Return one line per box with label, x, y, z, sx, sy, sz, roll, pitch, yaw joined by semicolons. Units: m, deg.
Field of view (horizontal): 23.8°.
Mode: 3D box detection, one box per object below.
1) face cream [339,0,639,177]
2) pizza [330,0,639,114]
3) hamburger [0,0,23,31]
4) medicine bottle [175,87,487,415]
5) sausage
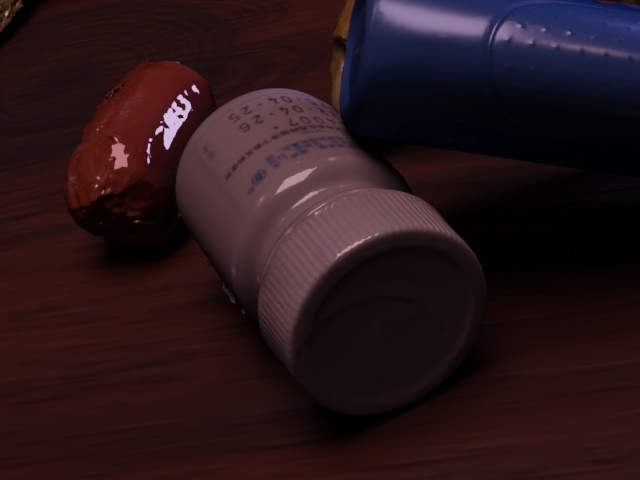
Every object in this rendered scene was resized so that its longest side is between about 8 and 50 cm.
face cream;0.145;-0.073;0.741;0.264;0.083;0.149;8;2;-5
pizza;0.127;-0.181;0.956;0.258;0.087;0.268;-13;35;8
hamburger;-0.348;-0.170;1.095;0.156;0.144;0.283;10;46;33
medicine bottle;0.000;0.000;0.752;0.105;0.105;0.168;-25;36;-11
sausage;-0.102;-0.053;0.891;0.076;0.076;0.141;-2;39;20
